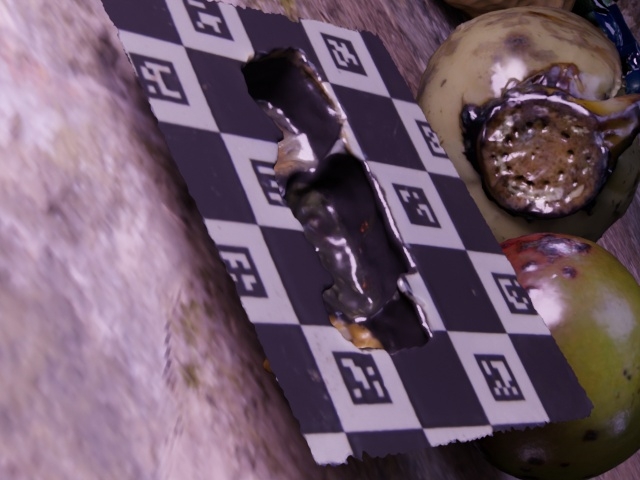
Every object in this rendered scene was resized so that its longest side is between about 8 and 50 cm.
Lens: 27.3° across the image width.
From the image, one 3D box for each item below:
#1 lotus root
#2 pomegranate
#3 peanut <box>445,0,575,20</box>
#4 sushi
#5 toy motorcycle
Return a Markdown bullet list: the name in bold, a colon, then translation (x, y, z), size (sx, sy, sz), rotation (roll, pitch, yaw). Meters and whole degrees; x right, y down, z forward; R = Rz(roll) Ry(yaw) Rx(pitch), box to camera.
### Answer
- **lotus root**: translation (0.153, -0.075, 0.906), size (0.173, 0.173, 0.309), rotation (60, 19, -3)
- **pomegranate**: translation (0.131, 0.046, 0.669), size (0.129, 0.159, 0.129), rotation (46, -2, 2)
- **peanut**: translation (0.151, -0.282, 1.232), size (0.305, 0.147, 0.147), rotation (13, 50, -58)
- **sushi**: translation (0.000, 0.000, 0.553), size (0.192, 0.050, 0.215), rotation (1, 56, -50)
- **toy motorcycle**: translation (0.426, -0.329, 2.035), size (0.331, 0.125, 0.196), rotation (62, 17, -11)
